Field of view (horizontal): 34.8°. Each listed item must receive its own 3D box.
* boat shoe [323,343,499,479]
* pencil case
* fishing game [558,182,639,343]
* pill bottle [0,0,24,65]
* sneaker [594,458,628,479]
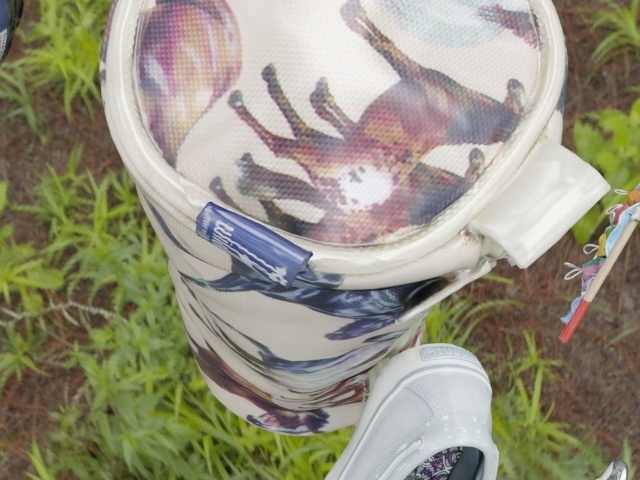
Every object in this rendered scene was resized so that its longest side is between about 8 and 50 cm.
[{"bbox_3d":[0.041,0.162,0.572,0.079,0.228,0.081,8,37,-11],"label":"boat shoe"},{"bbox_3d":[0.000,0.000,0.524,0.160,0.410,0.183,-33,76,-12],"label":"pencil case"},{"bbox_3d":[0.271,-0.006,0.966,0.041,0.189,0.264,30,23,12],"label":"fishing game"},{"bbox_3d":[-0.295,-0.154,0.734,0.122,0.123,0.219,1,26,4],"label":"pill bottle"},{"bbox_3d":[0.232,0.235,0.899,0.043,0.040,0.109,34,100,18],"label":"sneaker"}]
